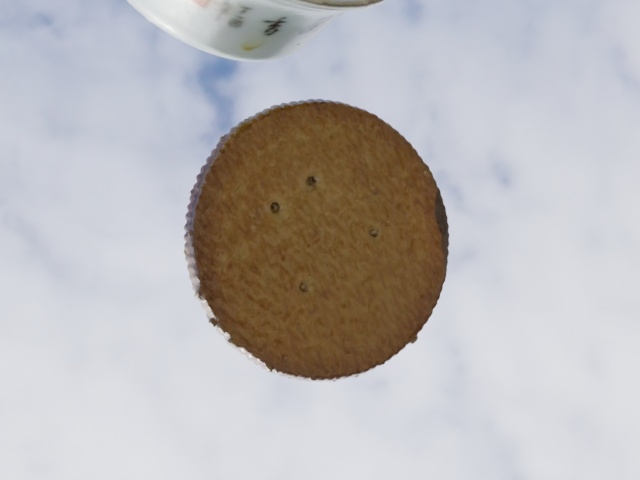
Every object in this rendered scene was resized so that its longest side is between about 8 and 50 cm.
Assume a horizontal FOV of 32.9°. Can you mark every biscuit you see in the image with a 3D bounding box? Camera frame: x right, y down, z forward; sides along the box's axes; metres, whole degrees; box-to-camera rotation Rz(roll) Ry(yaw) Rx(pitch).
[{"bbox_3d":[0.000,0.000,1.142,0.305,0.038,0.305,1,-92,-24],"label":"biscuit"}]

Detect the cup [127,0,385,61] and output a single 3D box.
[{"bbox_3d":[-0.096,-0.311,1.088,0.347,0.163,0.347,21,-133,-24],"label":"cup"}]
